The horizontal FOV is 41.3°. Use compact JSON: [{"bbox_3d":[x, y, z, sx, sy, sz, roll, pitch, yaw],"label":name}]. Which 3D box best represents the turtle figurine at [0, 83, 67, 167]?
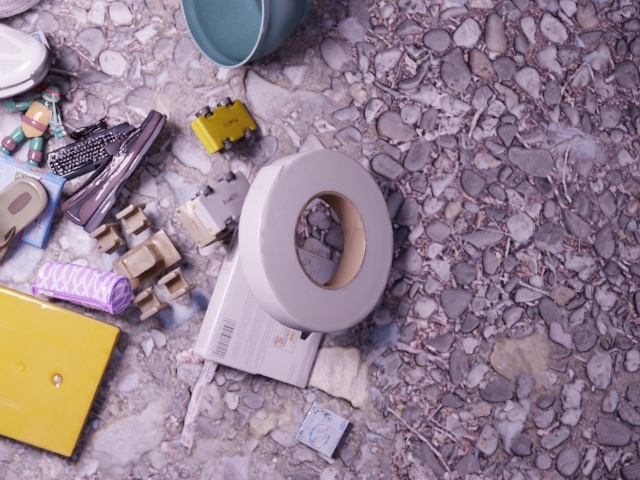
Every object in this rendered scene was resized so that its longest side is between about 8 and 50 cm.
[{"bbox_3d":[-0.600,-0.247,1.780,0.175,0.118,0.234,26,94,10],"label":"turtle figurine"}]

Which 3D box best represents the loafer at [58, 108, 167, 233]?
[{"bbox_3d":[-0.438,-0.160,1.795,0.095,0.109,0.302,33,85,-13],"label":"loafer"}]

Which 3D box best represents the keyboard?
[{"bbox_3d":[-0.500,-0.204,1.833,0.192,0.038,0.100,-25,88,-13],"label":"keyboard"}]

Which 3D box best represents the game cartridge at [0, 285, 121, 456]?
[{"bbox_3d":[-0.613,0.258,1.748,0.324,0.053,0.285,21,86,-5],"label":"game cartridge"}]

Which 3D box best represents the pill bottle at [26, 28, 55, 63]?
[{"bbox_3d":[-0.645,-0.393,1.808,0.137,0.078,0.078,-21,88,-11],"label":"pill bottle"}]

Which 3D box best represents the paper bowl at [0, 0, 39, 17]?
[{"bbox_3d":[-0.700,-0.603,1.781,0.284,0.148,0.284,2,78,-10],"label":"paper bowl"}]

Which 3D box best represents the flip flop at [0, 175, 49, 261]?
[{"bbox_3d":[-0.660,-0.021,1.720,0.277,0.080,0.112,-38,104,17],"label":"flip flop"}]

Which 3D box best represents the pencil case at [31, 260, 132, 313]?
[{"bbox_3d":[-0.488,0.096,1.735,0.206,0.088,0.086,8,118,22],"label":"pencil case"}]

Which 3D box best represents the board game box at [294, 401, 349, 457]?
[{"bbox_3d":[0.003,0.414,1.860,0.090,0.020,0.090,30,79,-5],"label":"board game box"}]

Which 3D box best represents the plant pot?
[{"bbox_3d":[-0.142,-0.534,1.830,0.196,0.293,0.293,-22,88,-38],"label":"plant pot"}]

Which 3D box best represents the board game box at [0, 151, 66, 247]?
[{"bbox_3d":[-0.653,-0.096,1.755,0.212,0.039,0.160,23,113,-8],"label":"board game box"}]

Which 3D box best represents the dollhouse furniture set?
[{"bbox_3d":[-0.323,0.012,1.813,0.242,0.161,0.212,-33,90,10],"label":"dollhouse furniture set"}]

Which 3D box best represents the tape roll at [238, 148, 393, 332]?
[{"bbox_3d":[0.000,0.000,1.781,0.392,0.072,0.391,2,87,-43],"label":"tape roll"}]

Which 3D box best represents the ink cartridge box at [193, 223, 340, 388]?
[{"bbox_3d":[-0.109,0.146,1.849,0.261,0.066,0.296,24,80,-30],"label":"ink cartridge box"}]

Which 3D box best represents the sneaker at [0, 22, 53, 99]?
[{"bbox_3d":[-0.759,-0.419,1.638,0.448,0.257,0.169,11,64,9],"label":"sneaker"}]

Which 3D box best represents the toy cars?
[{"bbox_3d":[-0.216,-0.152,1.784,0.176,0.087,0.393,30,42,-39],"label":"toy cars"}]
